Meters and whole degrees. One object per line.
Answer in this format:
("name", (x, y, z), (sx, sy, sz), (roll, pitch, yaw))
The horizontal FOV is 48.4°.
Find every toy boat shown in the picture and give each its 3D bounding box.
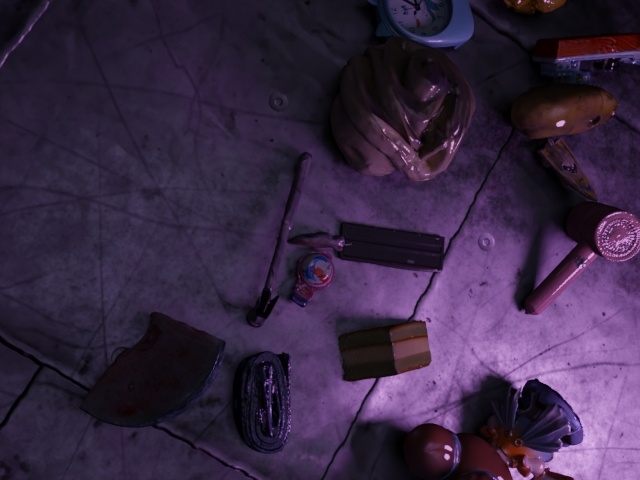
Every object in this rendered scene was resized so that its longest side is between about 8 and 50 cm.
("toy boat", (0.657, -0.181, 1.874), (0.084, 0.066, 0.210), (-30, 72, -23))
("toy boat", (0.747, -0.490, 1.935), (0.331, 0.145, 0.133), (-9, 108, -16))

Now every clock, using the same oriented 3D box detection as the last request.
("clock", (0.243, -0.589, 1.814), (0.274, 0.094, 0.224), (-13, 86, -17))

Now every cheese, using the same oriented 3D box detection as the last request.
("cheese", (-0.021, 0.086, 1.659), (0.095, 0.038, 0.145), (34, 73, -10))

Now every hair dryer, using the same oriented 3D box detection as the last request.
("hair dryer", (0.637, 0.053, 1.818), (0.125, 0.210, 0.352), (42, 97, -8))

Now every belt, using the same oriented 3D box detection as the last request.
("belt", (-0.123, 0.350, 1.541), (0.122, 0.128, 0.218), (0, 81, -17))

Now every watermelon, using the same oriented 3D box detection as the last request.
("watermelon", (-0.346, 0.275, 1.504), (0.318, 0.148, 0.226), (-24, 72, -6))

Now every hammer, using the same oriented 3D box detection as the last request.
("hammer", (-0.087, -0.012, 1.628), (0.044, 0.152, 0.427), (18, 66, -10))

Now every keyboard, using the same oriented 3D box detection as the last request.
("keyboard", (0.230, 0.023, 1.753), (0.380, 0.041, 0.104), (7, 81, -10))

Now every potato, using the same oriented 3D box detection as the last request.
("potato", (0.630, -0.340, 1.843), (0.296, 0.191, 0.141), (-6, 97, -18))

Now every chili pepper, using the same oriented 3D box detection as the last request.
("chili pepper", (0.000, -0.001, 1.671), (0.153, 0.050, 0.041), (8, 78, -7))

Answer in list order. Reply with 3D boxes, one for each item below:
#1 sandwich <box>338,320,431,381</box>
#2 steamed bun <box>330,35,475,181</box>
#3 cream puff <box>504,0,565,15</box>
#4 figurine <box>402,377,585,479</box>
("sandwich", (0.159, 0.262, 1.704), (0.187, 0.144, 0.117), (-1, 81, -54))
("steamed bun", (0.210, -0.315, 1.681), (0.352, 0.247, 0.340), (17, 79, -19))
("cream puff", (0.553, -0.698, 1.887), (0.194, 0.194, 0.221), (-27, 86, -19))
("figurine", (0.409, 0.492, 1.632), (0.388, 0.276, 0.248), (-32, 136, -15))
